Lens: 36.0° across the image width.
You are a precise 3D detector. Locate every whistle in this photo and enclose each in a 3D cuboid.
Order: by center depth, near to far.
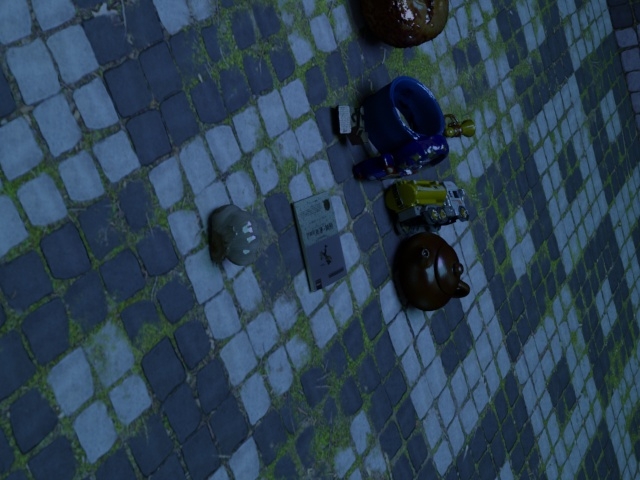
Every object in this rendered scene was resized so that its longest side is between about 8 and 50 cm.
[{"bbox_3d":[0.341,-0.285,2.453,0.109,0.046,0.057,-8,106,-50],"label":"whistle"}]

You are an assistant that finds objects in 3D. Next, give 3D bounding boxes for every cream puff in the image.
[{"bbox_3d":[0.180,-0.532,2.157,0.240,0.164,0.240,14,69,-40],"label":"cream puff"}]

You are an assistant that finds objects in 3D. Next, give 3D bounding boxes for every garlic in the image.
[{"bbox_3d":[-0.140,-0.011,1.689,0.094,0.074,0.113,-13,80,-46],"label":"garlic"}]

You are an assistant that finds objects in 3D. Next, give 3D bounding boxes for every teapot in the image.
[{"bbox_3d":[0.268,0.078,2.211,0.252,0.135,0.178,35,61,-46],"label":"teapot"}]

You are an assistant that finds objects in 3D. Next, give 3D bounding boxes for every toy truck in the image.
[{"bbox_3d":[0.242,-0.083,2.227,0.227,0.098,0.114,-4,76,-54],"label":"toy truck"}]

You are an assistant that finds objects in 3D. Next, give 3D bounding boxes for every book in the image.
[{"bbox_3d":[0.000,0.000,1.939,0.127,0.014,0.182,-24,104,-54],"label":"book"}]

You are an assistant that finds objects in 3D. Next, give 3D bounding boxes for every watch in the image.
[{"bbox_3d":[0.170,-0.241,2.115,0.196,0.171,0.200,-1,71,-54],"label":"watch"}]

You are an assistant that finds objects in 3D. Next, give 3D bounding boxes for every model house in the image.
[{"bbox_3d":[0.062,-0.237,2.030,0.058,0.057,0.083,-1,87,-60],"label":"model house"}]
